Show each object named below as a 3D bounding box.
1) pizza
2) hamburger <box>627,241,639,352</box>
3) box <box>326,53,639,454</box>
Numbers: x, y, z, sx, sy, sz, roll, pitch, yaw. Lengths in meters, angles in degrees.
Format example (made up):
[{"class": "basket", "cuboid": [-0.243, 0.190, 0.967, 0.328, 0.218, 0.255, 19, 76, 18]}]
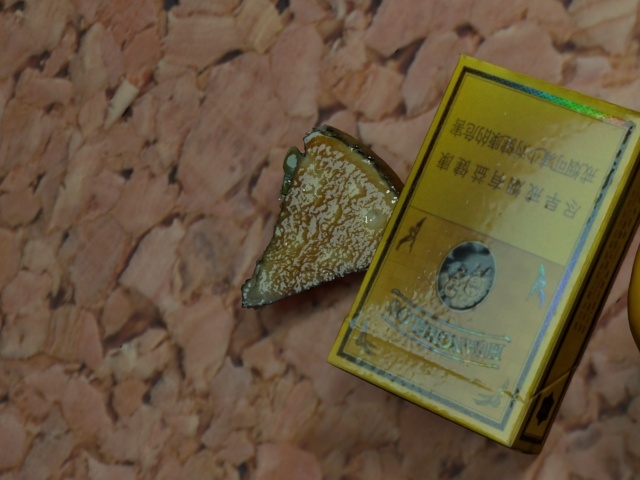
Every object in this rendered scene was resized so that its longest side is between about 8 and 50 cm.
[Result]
[{"class": "pizza", "cuboid": [0.000, 0.000, 1.603, 0.195, 0.052, 0.185, -44, 62, 10]}, {"class": "hamburger", "cuboid": [0.359, 0.051, 1.263, 0.246, 0.170, 0.246, -19, 52, 26]}, {"class": "box", "cuboid": [0.154, 0.010, 1.459, 0.192, 0.084, 0.301, 23, 88, 30]}]
